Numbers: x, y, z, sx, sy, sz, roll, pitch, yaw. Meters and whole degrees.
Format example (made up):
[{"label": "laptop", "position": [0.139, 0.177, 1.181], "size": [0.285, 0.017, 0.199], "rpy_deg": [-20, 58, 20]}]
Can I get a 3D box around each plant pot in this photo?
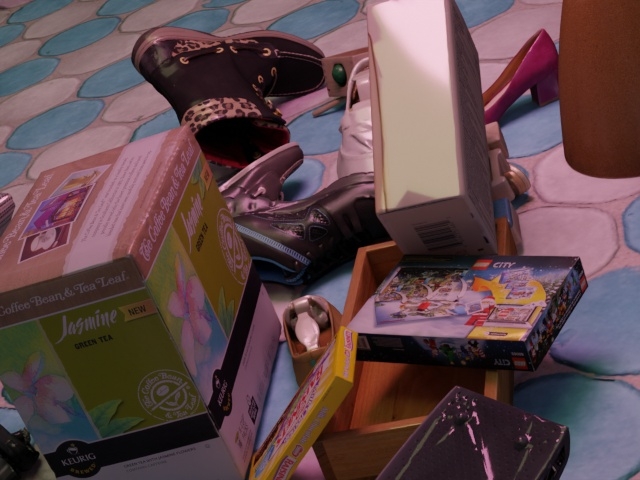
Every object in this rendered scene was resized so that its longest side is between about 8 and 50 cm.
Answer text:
[{"label": "plant pot", "position": [0.428, -0.253, 1.897], "size": [0.237, 0.254, 0.237], "rpy_deg": [-16, 28, 9]}]

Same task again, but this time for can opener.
[{"label": "can opener", "position": [-0.417, 0.256, 1.748], "size": [0.073, 0.059, 0.186], "rpy_deg": [-32, 29, -20]}]

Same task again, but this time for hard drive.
[{"label": "hard drive", "position": [0.117, 0.265, 1.293], "size": [0.172, 0.054, 0.254], "rpy_deg": [16, 59, 50]}]

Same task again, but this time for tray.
[{"label": "tray", "position": [0.125, 0.121, 1.603], "size": [0.203, 0.076, 0.411], "rpy_deg": [-13, 26, 17]}]

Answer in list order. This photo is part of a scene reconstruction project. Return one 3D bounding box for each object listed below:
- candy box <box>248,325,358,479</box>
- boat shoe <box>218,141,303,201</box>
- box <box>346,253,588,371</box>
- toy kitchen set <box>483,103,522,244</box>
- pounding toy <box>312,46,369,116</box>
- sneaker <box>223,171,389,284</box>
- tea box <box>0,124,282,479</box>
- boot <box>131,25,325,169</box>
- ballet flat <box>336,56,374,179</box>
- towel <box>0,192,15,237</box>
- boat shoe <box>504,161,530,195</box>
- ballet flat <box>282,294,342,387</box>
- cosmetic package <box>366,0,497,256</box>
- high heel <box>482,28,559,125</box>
[{"label": "candy box", "position": [-0.021, 0.197, 1.466], "size": [0.206, 0.027, 0.105], "rpy_deg": [-58, 13, 24]}, {"label": "boat shoe", "position": [-0.136, -0.039, 2.099], "size": [0.335, 0.095, 0.112], "rpy_deg": [-34, -7, -33]}, {"label": "box", "position": [0.162, 0.077, 1.526], "size": [0.233, 0.044, 0.159], "rpy_deg": [0, 33, 36]}, {"label": "toy kitchen set", "position": [0.174, -0.102, 1.817], "size": [0.122, 0.166, 0.207], "rpy_deg": [-20, 42, 18]}, {"label": "pounding toy", "position": [0.065, -0.283, 2.401], "size": [0.141, 0.100, 0.130], "rpy_deg": [-18, 13, -28]}, {"label": "sneaker", "position": [0.000, 0.000, 1.914], "size": [0.341, 0.125, 0.139], "rpy_deg": [-11, 55, 12]}, {"label": "tea box", "position": [-0.219, 0.092, 1.614], "size": [0.220, 0.323, 0.329], "rpy_deg": [-17, 27, 15]}, {"label": "boot", "position": [-0.121, -0.251, 2.395], "size": [0.377, 0.138, 0.284], "rpy_deg": [4, 38, -31]}, {"label": "ballet flat", "position": [0.081, -0.184, 2.152], "size": [0.139, 0.139, 0.400], "rpy_deg": [-16, 27, 10]}, {"label": "towel", "position": [-0.579, 0.103, 1.973], "size": [0.312, 0.056, 0.324], "rpy_deg": [-45, -6, -38]}, {"label": "boat shoe", "position": [0.223, -0.082, 1.943], "size": [0.170, 0.063, 0.059], "rpy_deg": [12, 54, 48]}, {"label": "ballet flat", "position": [-0.009, 0.111, 1.717], "size": [0.080, 0.073, 0.232], "rpy_deg": [-20, 26, 0]}, {"label": "cosmetic package", "position": [0.137, -0.139, 1.679], "size": [0.113, 0.160, 0.309], "rpy_deg": [-12, 58, 17]}, {"label": "high heel", "position": [0.266, -0.239, 2.136], "size": [0.244, 0.117, 0.082], "rpy_deg": [-22, 26, -3]}]
